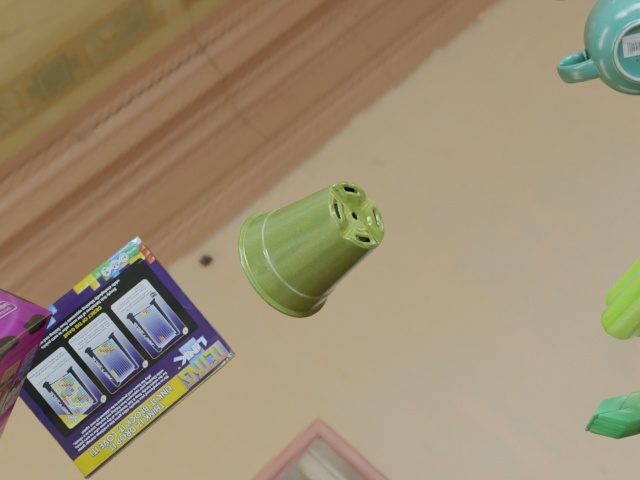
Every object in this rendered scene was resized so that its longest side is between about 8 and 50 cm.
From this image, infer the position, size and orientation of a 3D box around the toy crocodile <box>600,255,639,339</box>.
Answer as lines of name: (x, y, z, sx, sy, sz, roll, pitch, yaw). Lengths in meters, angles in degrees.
toy crocodile: (0.335, 0.032, 0.716, 0.340, 0.105, 0.115, -2, -35, -28)

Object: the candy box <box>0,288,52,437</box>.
candy box: (-0.263, 0.150, 0.696, 0.159, 0.071, 0.234, -92, 26, -84)

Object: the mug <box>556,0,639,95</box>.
mug: (0.382, -0.231, 1.323, 0.158, 0.129, 0.097, -58, 6, 25)

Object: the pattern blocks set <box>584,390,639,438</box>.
pattern blocks set: (0.312, 0.196, 0.666, 0.285, 0.325, 0.026, -15, -46, -33)

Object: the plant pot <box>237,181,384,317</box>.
plant pot: (0.000, 0.000, 0.745, 0.079, 0.083, 0.083, -33, -12, 38)

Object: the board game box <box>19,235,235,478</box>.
board game box: (-0.184, 0.103, 0.972, 0.170, 0.141, 0.048, -39, 0, -10)
